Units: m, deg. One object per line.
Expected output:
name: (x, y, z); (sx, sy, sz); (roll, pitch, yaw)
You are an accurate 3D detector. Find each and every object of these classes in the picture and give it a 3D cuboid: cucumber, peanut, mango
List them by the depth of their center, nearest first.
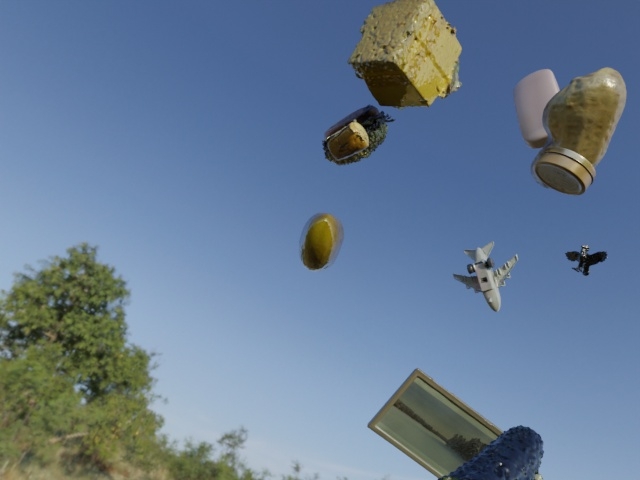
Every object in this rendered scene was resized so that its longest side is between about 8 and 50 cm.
cucumber: (0.226, 0.287, 0.605); (0.072, 0.072, 0.300); (-4, -6, 38)
peanut: (0.512, -0.218, 0.982); (0.137, 0.122, 0.253); (21, -60, 27)
mango: (-0.002, 0.008, 1.554); (0.142, 0.195, 0.331); (14, 3, 2)

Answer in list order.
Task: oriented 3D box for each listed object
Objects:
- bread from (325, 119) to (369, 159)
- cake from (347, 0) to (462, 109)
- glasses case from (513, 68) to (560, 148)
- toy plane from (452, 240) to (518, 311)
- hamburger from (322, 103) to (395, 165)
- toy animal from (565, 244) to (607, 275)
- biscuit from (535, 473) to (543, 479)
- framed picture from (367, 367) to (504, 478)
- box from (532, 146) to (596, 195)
bread: (0.066, -0.239, 1.190); (0.106, 0.053, 0.072); (-20, -67, 46)
cake: (0.258, -0.513, 1.419); (0.286, 0.222, 0.227); (34, -8, -39)
glasses case: (0.585, -0.355, 1.304); (0.113, 0.297, 0.075); (-25, -52, 35)
toy plane: (0.611, 0.138, 1.808); (0.251, 0.255, 0.101); (-21, -21, 33)
hamburger: (0.122, -0.340, 1.590); (0.261, 0.243, 0.139); (-27, -74, 15)
toy animal: (0.988, 0.073, 1.830); (0.062, 0.108, 0.220); (23, -9, -10)
biscuit: (0.717, 0.918, 1.680); (0.147, 0.046, 0.250); (-15, -89, 43)
framed picture: (0.298, 0.489, 1.260); (0.289, 0.213, 0.016); (37, 14, 0)
box: (0.447, -0.127, 0.900); (0.105, 0.037, 0.105); (37, -5, 4)
